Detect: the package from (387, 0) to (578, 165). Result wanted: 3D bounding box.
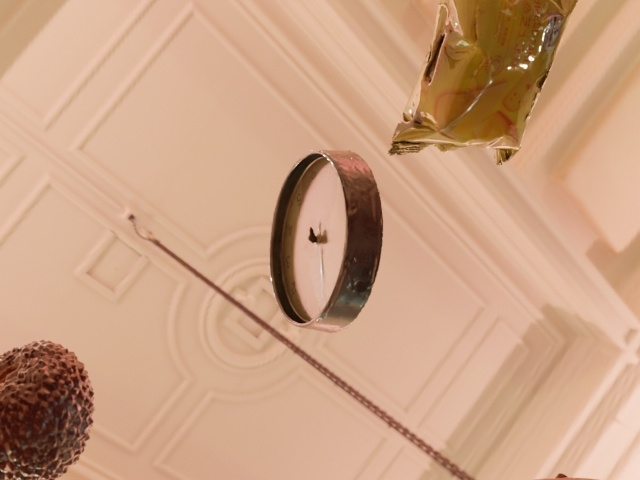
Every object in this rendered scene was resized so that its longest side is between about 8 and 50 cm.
[{"bbox_3d":[0.165,-0.174,0.914,0.168,0.090,0.226,-1,-56,-27],"label":"package"}]

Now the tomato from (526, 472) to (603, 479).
[{"bbox_3d":[0.087,0.217,0.378,0.228,0.101,0.227,1,-82,10],"label":"tomato"}]

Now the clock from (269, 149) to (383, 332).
[{"bbox_3d":[0.000,0.000,1.363,0.055,0.280,0.280,6,-77,-27],"label":"clock"}]

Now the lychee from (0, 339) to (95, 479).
[{"bbox_3d":[-0.378,0.236,1.185,0.188,0.188,0.188,-11,-68,-29],"label":"lychee"}]
